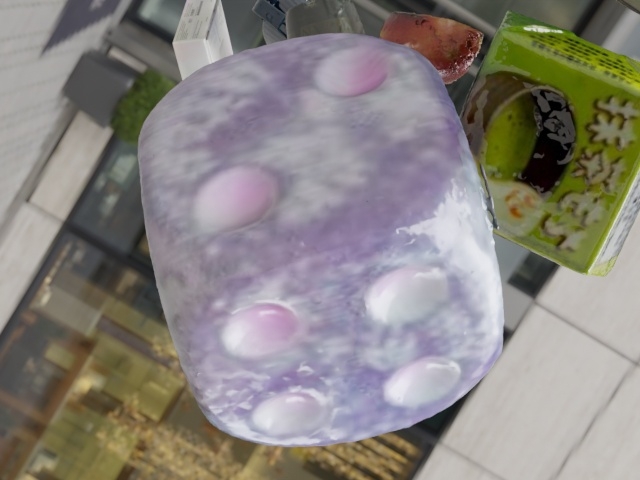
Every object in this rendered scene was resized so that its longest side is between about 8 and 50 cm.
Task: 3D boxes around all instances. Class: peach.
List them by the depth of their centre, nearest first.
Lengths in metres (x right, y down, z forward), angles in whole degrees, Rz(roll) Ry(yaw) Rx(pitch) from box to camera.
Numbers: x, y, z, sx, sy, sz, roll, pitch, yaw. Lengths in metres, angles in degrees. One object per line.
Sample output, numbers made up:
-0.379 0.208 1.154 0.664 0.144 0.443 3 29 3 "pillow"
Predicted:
0.161 -0.280 1.814 0.172 0.127 0.092 21 -91 43 "peach"

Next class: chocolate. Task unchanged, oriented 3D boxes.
0.320 -0.127 1.683 0.137 0.288 0.301 -31 145 -65 "chocolate"

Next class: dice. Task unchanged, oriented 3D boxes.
0.000 0.000 1.069 0.270 0.271 0.270 77 -1 -47 "dice"

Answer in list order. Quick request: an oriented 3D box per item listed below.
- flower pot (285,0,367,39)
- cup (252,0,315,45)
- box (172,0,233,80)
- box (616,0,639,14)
0.007 -0.349 2.058 0.157 0.107 0.157 -14 177 -1 "flower pot"
-0.039 -0.383 2.229 0.131 0.176 0.155 -58 -148 12 "cup"
-0.160 -0.254 1.710 0.130 0.051 0.129 -82 165 -52 "box"
0.507 -0.476 1.727 0.310 0.084 0.198 -60 -142 19 "box"
